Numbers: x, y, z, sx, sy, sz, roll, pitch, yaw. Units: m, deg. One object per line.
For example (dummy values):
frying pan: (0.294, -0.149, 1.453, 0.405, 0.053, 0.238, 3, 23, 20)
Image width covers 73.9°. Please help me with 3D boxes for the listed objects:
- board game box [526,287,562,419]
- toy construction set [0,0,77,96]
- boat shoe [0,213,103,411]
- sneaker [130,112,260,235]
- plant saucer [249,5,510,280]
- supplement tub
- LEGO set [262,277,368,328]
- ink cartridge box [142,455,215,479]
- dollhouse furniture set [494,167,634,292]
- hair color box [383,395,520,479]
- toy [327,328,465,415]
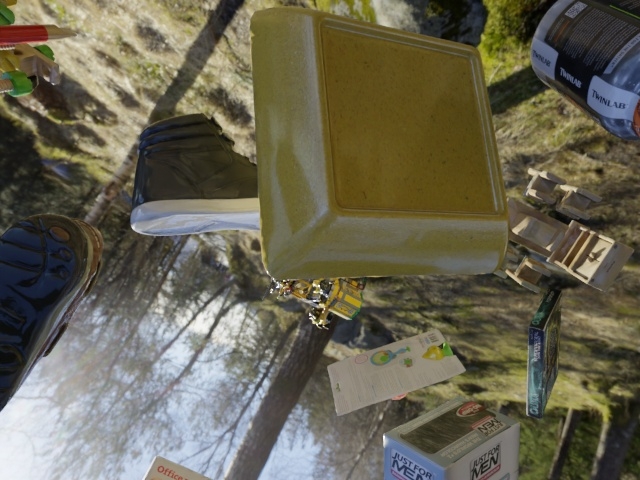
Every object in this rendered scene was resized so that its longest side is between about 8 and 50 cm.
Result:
board game box: (0.384, 0.193, 0.730, 0.026, 0.126, 0.186, 9, 119, 39)
toy construction set: (-0.524, -0.333, 0.702, 0.308, 0.237, 0.257, 14, 122, 21)
boat shoe: (-0.381, 0.109, 0.535, 0.122, 0.324, 0.120, 40, -179, -4)
sneaker: (-0.099, -0.091, 0.567, 0.295, 0.147, 0.104, -3, 163, -33)
plant saucer: (0.093, -0.126, 0.512, 0.332, 0.333, 0.081, 0, 167, -23)
supplement tub: (0.311, -0.179, 0.429, 0.117, 0.190, 0.117, -5, 132, -5)
LEGO set: (0.000, 0.000, 0.902, 0.192, 0.331, 0.255, 29, 170, -17)
ink cartridge box: (-0.380, 0.666, 1.019, 0.171, 0.233, 0.168, 28, 147, -7)
dollhouse furniture set: (0.469, -0.011, 0.885, 0.242, 0.212, 0.161, 24, -165, -5)
hair color box: (0.199, 0.459, 0.647, 0.185, 0.375, 0.113, -6, -172, -37)
toy: (0.141, 0.258, 0.808, 0.137, 0.237, 0.056, -108, -5, -68)
